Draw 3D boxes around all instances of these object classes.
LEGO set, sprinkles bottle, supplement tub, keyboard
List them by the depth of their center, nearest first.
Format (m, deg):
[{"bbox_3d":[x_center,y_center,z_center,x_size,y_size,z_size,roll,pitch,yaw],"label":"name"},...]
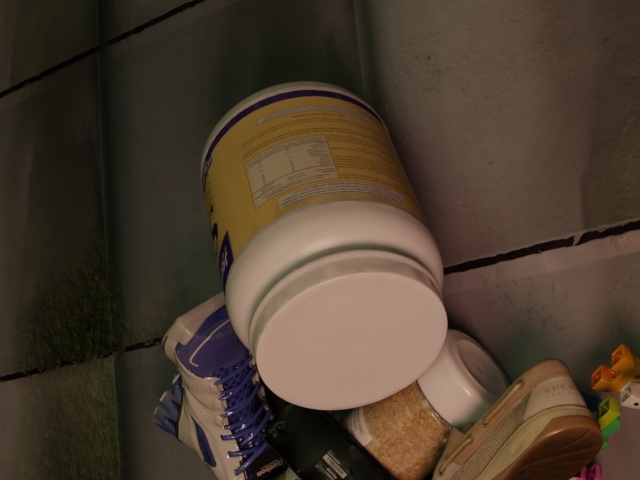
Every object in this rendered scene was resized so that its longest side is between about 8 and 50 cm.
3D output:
[{"bbox_3d":[0.314,0.181,1.108,0.227,0.093,0.087,121,168,-45],"label":"LEGO set"},{"bbox_3d":[0.012,0.264,1.213,0.100,0.038,0.192,-46,63,-3],"label":"keyboard"},{"bbox_3d":[0.000,0.000,1.228,0.241,0.241,0.331,-44,37,23],"label":"supplement tub"},{"bbox_3d":[0.061,0.253,1.266,0.355,0.121,0.121,-44,59,23],"label":"sprinkles bottle"}]

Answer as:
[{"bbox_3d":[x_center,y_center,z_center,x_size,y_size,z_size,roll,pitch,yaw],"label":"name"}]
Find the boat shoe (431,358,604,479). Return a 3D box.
[{"bbox_3d":[0.176,0.239,1.135,0.302,0.109,0.098,-57,34,39],"label":"boat shoe"}]

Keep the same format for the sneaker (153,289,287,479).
[{"bbox_3d":[-0.103,0.204,1.362,0.182,0.127,0.316,44,146,21],"label":"sneaker"}]
